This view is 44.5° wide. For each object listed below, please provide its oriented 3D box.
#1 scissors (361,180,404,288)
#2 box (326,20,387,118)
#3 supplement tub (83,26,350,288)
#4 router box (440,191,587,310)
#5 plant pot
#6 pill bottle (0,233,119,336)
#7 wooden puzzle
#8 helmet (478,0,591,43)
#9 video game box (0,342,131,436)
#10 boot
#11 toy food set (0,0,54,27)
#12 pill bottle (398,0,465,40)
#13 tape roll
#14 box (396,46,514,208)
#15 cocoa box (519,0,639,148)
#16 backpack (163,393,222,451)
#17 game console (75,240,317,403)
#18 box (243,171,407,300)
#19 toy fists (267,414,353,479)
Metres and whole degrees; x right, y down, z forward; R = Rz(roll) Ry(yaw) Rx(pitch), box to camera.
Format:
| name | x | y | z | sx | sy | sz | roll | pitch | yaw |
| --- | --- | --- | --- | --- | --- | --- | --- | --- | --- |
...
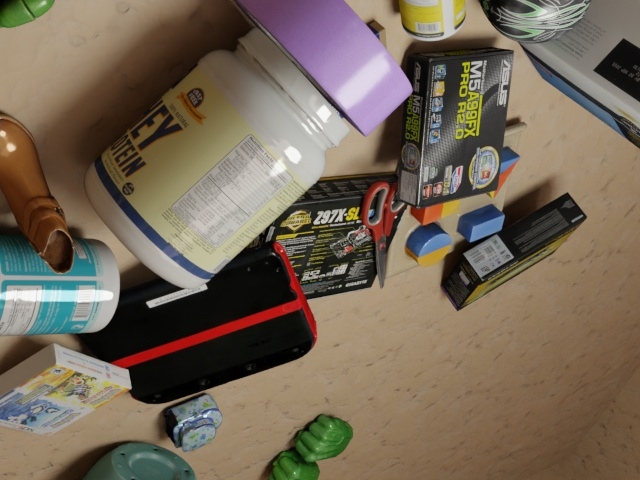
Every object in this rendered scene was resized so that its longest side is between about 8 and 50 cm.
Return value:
| name | x | y | z | sx | sy | sz | roll | pitch | yaw |
| --- | --- | --- | --- | --- | --- | --- | --- | --- | --- |
| scissors | 0.108 | -0.001 | 1.513 | 0.109 | 0.021 | 0.297 | -19 | 139 | -31 |
| box | 0.010 | -0.249 | 1.271 | 0.225 | 0.036 | 0.136 | -29 | 143 | -12 |
| supplement tub | -0.142 | -0.116 | 1.107 | 0.325 | 0.235 | 0.235 | -43 | 144 | 4 |
| router box | 0.455 | 0.032 | 1.869 | 0.309 | 0.081 | 0.243 | -29 | 163 | -14 |
| plant pot | -0.382 | 0.564 | 1.609 | 0.293 | 0.293 | 0.235 | 10 | 108 | -47 |
| pill bottle | -0.436 | 0.064 | 1.119 | 0.264 | 0.146 | 0.146 | 4 | 126 | -44 |
| wooden puzzle | 0.295 | -0.069 | 1.680 | 0.322 | 0.080 | 0.347 | -21 | 141 | -25 |
| helmet | 0.359 | -0.408 | 1.298 | 0.169 | 0.161 | 0.169 | -24 | 142 | -20 |
| video game box | -0.468 | 0.264 | 1.353 | 0.205 | 0.048 | 0.187 | -31 | 148 | 15 |
| boot | -0.379 | -0.059 | 1.029 | 0.073 | 0.152 | 0.197 | -28 | 143 | -15 |
| toy food set | -0.329 | -0.306 | 0.876 | 0.218 | 0.071 | 0.128 | -34 | 144 | -8 |
| pill bottle | 0.165 | -0.403 | 1.183 | 0.103 | 0.103 | 0.184 | -31 | 144 | -11 |
| tape roll | -0.004 | -0.265 | 1.033 | 0.090 | 0.275 | 0.275 | -44 | 144 | 7 |
| box | 0.245 | -0.208 | 1.421 | 0.216 | 0.060 | 0.270 | -13 | 116 | -34 |
| cocoa box | 0.554 | -0.337 | 1.389 | 0.231 | 0.347 | 0.228 | -47 | 144 | 10 |
| backpack | -0.268 | 0.394 | 1.681 | 0.114 | 0.084 | 0.105 | -23 | 144 | -26 |
| game console | -0.214 | 0.159 | 1.422 | 0.387 | 0.060 | 0.342 | -19 | 138 | 1 |
| box | 0.000 | 0.000 | 1.498 | 0.322 | 0.079 | 0.257 | -9 | 132 | -35 |
| toy fists | -0.038 | 0.575 | 2.077 | 0.279 | 0.096 | 0.142 | -50 | 153 | 13 |
